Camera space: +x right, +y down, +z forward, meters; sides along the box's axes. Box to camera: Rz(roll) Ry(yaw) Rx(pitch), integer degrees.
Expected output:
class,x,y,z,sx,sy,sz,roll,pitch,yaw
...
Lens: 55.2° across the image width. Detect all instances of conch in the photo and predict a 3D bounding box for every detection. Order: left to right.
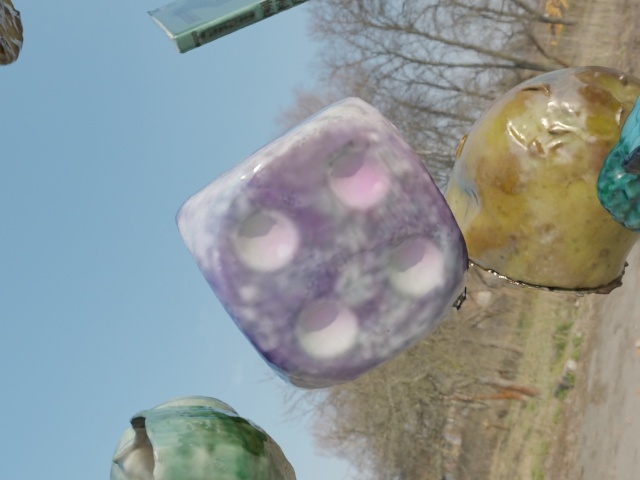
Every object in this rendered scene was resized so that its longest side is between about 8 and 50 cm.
class,x,y,z,sx,sy,sz,roll,pitch,yaw
conch,-0.125,0.239,0.615,0.220,0.196,0.277,60,179,-15

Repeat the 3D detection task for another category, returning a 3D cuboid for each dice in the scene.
class,x,y,z,sx,sy,sz,roll,pitch,yaw
dice,0.000,0.000,0.767,0.271,0.270,0.270,57,176,-12

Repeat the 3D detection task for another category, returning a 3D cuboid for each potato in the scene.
class,x,y,z,sx,sy,sz,roll,pitch,yaw
potato,0.303,-0.109,0.810,0.300,0.289,0.237,-82,-12,-55

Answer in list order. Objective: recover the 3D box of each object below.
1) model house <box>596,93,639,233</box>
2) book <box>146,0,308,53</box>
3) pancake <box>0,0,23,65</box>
class,x,y,z,sx,sy,sz,roll,pitch,yaw
model house,0.343,-0.033,0.397,0.241,0.262,0.225,-44,-27,-60
book,-0.044,-0.356,0.836,0.264,0.380,0.031,49,162,57
pancake,-0.444,-0.344,0.699,0.288,0.033,0.286,56,-167,-74
